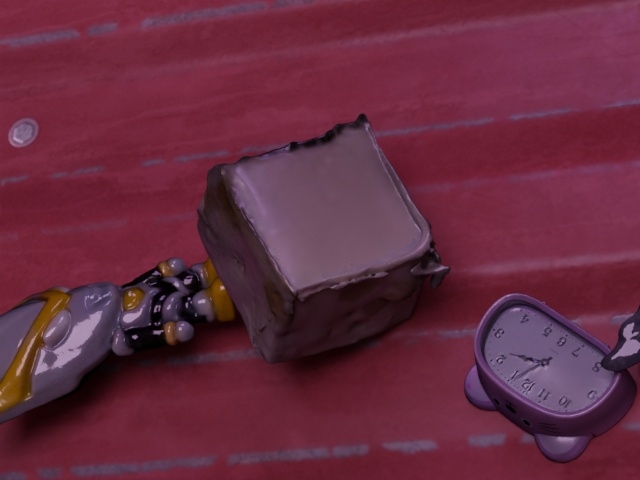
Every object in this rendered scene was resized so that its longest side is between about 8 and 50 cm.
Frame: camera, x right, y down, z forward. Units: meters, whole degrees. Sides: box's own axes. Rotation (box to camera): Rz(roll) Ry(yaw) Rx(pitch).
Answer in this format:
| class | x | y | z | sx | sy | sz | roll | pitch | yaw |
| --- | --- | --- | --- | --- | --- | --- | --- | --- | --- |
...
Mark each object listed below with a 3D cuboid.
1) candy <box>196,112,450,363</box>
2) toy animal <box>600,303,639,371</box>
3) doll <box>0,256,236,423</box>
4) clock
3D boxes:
| class | x | y | z | sx | sy | sz | roll | pitch | yaw |
| --- | --- | --- | --- | --- | --- | --- | --- | --- | --- |
| candy | 0.000 | 0.000 | 1.734 | 0.184 | 0.137 | 0.195 | -18 | 58 | -22 |
| toy animal | 0.382 | -0.039 | 1.669 | 0.205 | 0.081 | 0.367 | 6 | 61 | 18 |
| doll | -0.232 | 0.096 | 1.815 | 0.316 | 0.103 | 0.145 | -19 | 56 | 4 |
| clock | 0.198 | 0.121 | 1.674 | 0.152 | 0.050 | 0.110 | 34 | 80 | 30 |
